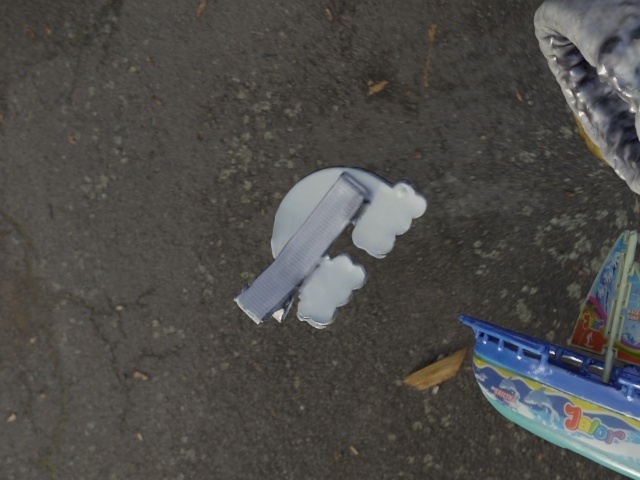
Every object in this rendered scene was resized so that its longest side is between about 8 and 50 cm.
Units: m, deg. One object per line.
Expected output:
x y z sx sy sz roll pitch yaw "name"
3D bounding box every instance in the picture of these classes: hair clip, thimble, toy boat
0.000 0.000 0.763 0.140 0.054 0.220 42 97 26 "hair clip"
0.309 -0.160 0.624 0.157 0.245 0.217 -31 88 15 "thimble"
0.139 0.049 0.340 0.175 0.091 0.110 14 86 51 "toy boat"

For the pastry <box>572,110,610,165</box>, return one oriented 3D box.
0.483 -0.183 1.070 0.182 0.192 0.093 4 140 -4 "pastry"
